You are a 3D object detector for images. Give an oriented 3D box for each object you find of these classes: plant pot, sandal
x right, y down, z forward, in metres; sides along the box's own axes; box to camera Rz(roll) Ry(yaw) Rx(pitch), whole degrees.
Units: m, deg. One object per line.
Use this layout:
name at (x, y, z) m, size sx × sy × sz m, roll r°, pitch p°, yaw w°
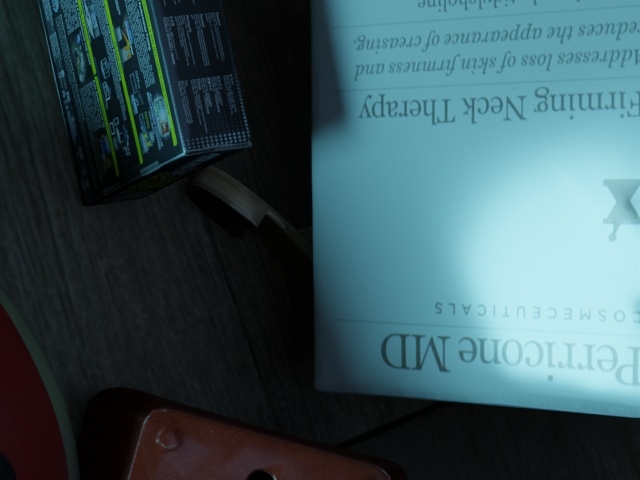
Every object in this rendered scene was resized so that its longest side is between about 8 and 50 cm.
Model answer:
plant pot at (-0.070, 0.248, 1.294) m, size 0.267 × 0.236 × 0.267 m, roll 16°, pitch 73°, yaw -5°
sandal at (0.002, -0.001, 1.506) m, size 0.240 × 0.088 × 0.079 m, roll 40°, pitch 71°, yaw -11°

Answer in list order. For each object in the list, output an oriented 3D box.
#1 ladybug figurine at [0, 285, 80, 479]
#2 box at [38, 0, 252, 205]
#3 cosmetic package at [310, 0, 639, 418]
ladybug figurine at (-0.348, 0.109, 1.197) m, size 0.449 × 0.162 × 0.305 m, roll 43°, pitch 77°, yaw 3°
box at (-0.151, -0.177, 1.382) m, size 0.060 × 0.216 × 0.270 m, roll -11°, pitch 85°, yaw -30°
cosmetic package at (0.214, -0.076, 1.407) m, size 0.327 × 0.329 × 0.393 m, roll -3°, pitch 93°, yaw -52°
